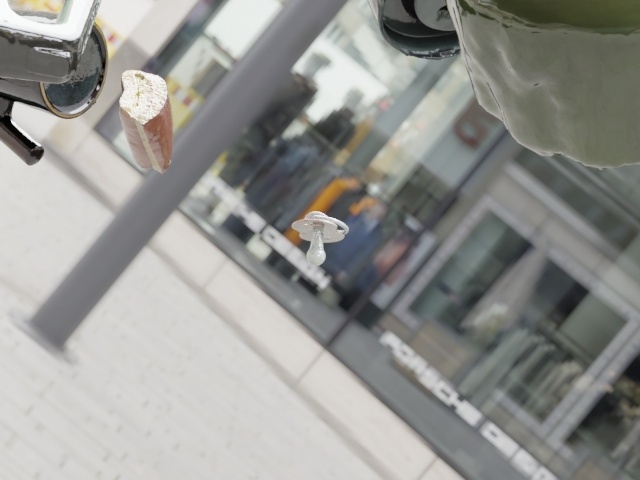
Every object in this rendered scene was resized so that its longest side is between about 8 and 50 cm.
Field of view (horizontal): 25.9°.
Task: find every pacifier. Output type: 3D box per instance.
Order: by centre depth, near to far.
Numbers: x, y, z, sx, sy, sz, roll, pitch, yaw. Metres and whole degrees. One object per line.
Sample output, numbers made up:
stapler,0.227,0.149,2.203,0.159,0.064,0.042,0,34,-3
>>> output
pacifier,0.000,0.000,2.098,0.081,0.078,0.099,1,-20,17

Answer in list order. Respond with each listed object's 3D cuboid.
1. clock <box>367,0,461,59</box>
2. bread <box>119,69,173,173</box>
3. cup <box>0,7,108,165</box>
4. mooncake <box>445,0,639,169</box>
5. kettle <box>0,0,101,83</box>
clock,0.208,-0.360,1.767,0.067,0.325,0.325,63,11,24
bread,-0.241,-0.177,1.940,0.192,0.067,0.119,94,-9,-75
cup,-0.474,-0.259,2.224,0.177,0.239,0.166,15,-15,27
mooncake,0.300,-0.234,1.334,0.356,0.356,0.194,41,-22,43
kettle,-0.427,-0.307,1.579,0.361,0.250,0.377,12,32,-21
